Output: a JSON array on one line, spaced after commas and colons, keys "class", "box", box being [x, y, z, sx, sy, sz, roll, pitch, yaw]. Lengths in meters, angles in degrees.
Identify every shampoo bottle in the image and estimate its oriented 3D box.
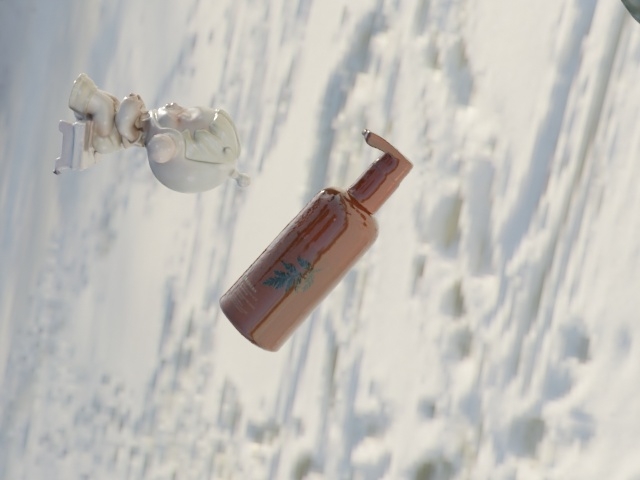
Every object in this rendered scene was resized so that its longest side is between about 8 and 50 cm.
[{"class": "shampoo bottle", "box": [0.001, 0.001, 1.643, 0.244, 0.085, 0.085, -50, 19, 8]}]

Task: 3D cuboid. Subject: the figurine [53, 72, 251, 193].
[{"class": "figurine", "box": [-0.216, -0.128, 2.154, 0.182, 0.256, 0.145, 95, -175, -80]}]

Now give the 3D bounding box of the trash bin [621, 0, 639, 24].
[{"class": "trash bin", "box": [0.469, -0.423, 1.936, 0.432, 0.280, 0.280, 51, -139, -62]}]
